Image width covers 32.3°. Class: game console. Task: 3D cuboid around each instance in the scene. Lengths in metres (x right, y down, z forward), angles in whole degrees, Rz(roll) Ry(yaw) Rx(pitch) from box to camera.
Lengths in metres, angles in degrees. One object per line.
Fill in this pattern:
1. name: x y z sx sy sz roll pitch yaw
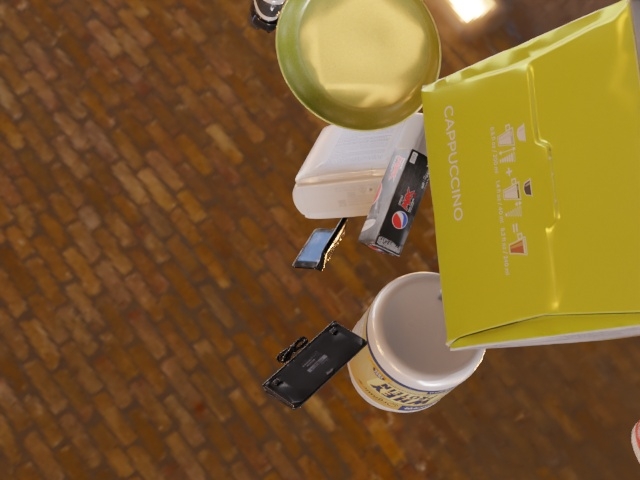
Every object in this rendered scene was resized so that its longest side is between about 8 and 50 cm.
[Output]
1. game console: 0.000 0.000 2.359 0.071 0.107 0.122 25 -125 9

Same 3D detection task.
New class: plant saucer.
1. plant saucer: 0.056 -0.271 1.547 0.241 0.241 0.037 44 -148 -4

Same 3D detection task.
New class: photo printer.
1. photo printer: 0.101 -0.163 2.245 0.307 0.256 0.107 -66 -34 -56

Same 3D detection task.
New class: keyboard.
1. keyboard: -0.017 0.202 1.832 0.108 0.023 0.180 29 -126 33

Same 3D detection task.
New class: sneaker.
1. sneaker: -0.114 -0.506 2.260 0.079 0.121 0.217 13 -139 -11

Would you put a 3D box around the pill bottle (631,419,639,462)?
1. pill bottle: 0.481 0.200 1.290 0.124 0.221 0.124 27 -148 -18

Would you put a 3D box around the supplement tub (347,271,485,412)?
1. supplement tub: 0.177 0.210 2.163 0.228 0.316 0.228 3 -110 -8

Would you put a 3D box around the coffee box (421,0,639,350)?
1. coffee box: 0.359 -0.056 1.312 0.334 0.338 0.338 0 -99 -36

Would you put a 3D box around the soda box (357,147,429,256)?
1. soda box: 0.123 -0.062 1.779 0.053 0.060 0.169 26 -98 -27
